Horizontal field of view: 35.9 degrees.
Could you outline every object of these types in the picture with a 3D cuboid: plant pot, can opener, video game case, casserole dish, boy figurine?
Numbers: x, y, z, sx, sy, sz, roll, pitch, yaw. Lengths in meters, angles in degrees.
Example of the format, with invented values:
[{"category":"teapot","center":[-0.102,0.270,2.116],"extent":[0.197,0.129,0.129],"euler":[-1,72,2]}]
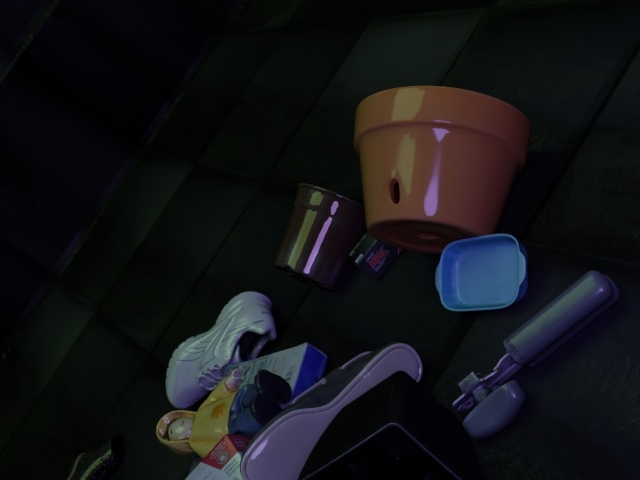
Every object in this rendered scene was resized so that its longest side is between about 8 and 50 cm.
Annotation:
[{"category":"plant pot","center":[0.188,-0.099,1.603],"extent":[0.291,0.291,0.203],"euler":[-12,64,52]},{"category":"can opener","center":[0.299,0.162,1.345],"extent":[0.283,0.076,0.095],"euler":[-43,61,19]},{"category":"video game case","center":[-0.117,0.334,1.778],"extent":[0.244,0.061,0.269],"euler":[-20,42,44]},{"category":"plant pot","center":[0.102,0.295,1.367],"extent":[0.187,0.188,0.167],"euler":[-39,19,26]},{"category":"casserole dish","center":[0.253,0.052,1.519],"extent":[0.188,0.037,0.114],"euler":[-11,75,53]},{"category":"plant pot","center":[0.000,0.000,1.891],"extent":[0.167,0.167,0.165],"euler":[8,72,60]},{"category":"boy figurine","center":[-0.174,0.308,1.735],"extent":[0.285,0.092,0.177],"euler":[-23,42,38]}]

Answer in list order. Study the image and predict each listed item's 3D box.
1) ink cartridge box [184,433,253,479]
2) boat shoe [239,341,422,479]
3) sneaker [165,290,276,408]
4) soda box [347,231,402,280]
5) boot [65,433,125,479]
[{"category":"ink cartridge box","center":[-0.105,0.412,1.534],"extent":[0.128,0.127,0.176],"euler":[-49,55,10]},{"category":"boat shoe","center":[0.014,0.273,1.523],"extent":[0.335,0.112,0.095],"euler":[-34,3,-20]},{"category":"sneaker","center":[-0.204,0.235,1.987],"extent":[0.297,0.111,0.129],"euler":[-48,33,12]},{"category":"soda box","center":[0.128,-0.013,1.798],"extent":[0.169,0.060,0.053],"euler":[-51,26,6]},{"category":"boot","center":[-0.494,0.518,2.148],"extent":[0.137,0.077,0.197],"euler":[-35,33,22]}]
